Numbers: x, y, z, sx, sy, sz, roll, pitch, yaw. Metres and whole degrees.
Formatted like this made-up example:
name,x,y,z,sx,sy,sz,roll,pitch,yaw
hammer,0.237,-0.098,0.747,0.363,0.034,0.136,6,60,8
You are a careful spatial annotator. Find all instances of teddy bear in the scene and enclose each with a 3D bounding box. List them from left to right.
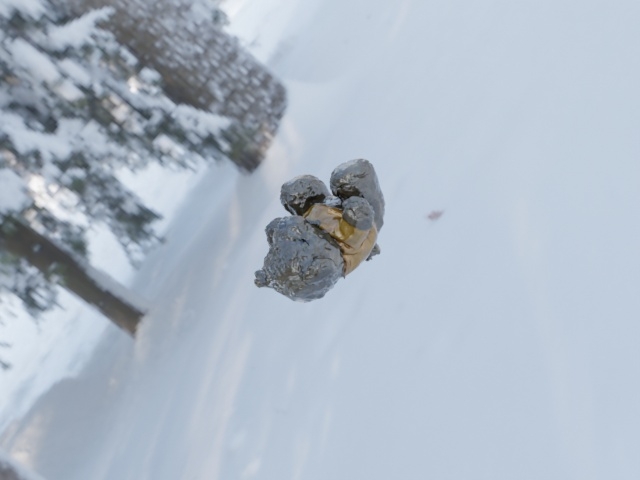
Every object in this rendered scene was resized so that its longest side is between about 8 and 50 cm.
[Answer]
name,x,y,z,sx,sy,sz,roll,pitch,yaw
teddy bear,0.000,0.000,1.340,0.177,0.140,0.190,-12,27,47
